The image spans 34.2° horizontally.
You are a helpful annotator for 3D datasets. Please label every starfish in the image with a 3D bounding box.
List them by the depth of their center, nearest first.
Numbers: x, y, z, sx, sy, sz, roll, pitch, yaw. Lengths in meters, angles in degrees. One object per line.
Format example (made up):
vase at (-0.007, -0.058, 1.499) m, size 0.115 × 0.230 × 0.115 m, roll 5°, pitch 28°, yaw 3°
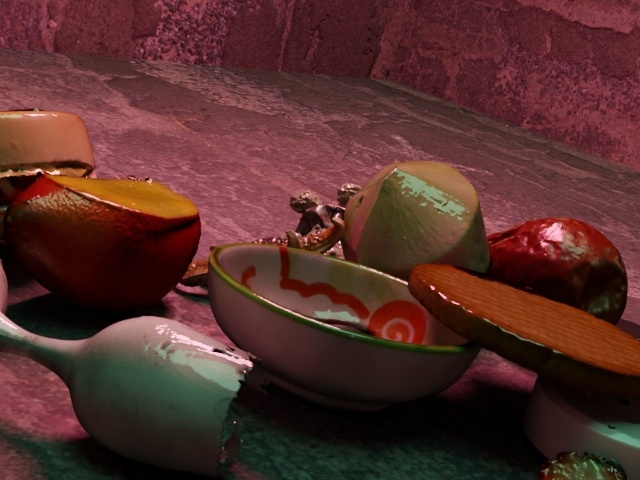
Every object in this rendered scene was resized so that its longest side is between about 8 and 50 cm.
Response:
starfish at (-0.079, 0.021, 1.408) m, size 0.238 × 0.071 × 0.216 m, roll -20°, pitch 9°, yaw -7°

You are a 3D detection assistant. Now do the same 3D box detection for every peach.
peach at (-0.253, 0.008, 1.253) m, size 0.154 × 0.158 × 0.267 m, roll 20°, pitch 8°, yaw 24°

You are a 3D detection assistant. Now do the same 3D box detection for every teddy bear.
teddy bear at (0.005, 0.011, 1.560) m, size 0.133 × 0.111 × 0.213 m, roll -5°, pitch 39°, yaw 13°

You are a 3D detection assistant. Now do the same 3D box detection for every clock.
clock at (0.345, 0.212, 1.162) m, size 0.230 × 0.083 × 0.230 m, roll 9°, pitch 16°, yaw -3°

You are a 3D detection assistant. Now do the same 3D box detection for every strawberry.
strawberry at (0.255, 0.260, 1.008) m, size 0.104 × 0.048 × 0.152 m, roll 22°, pitch 35°, yaw 9°

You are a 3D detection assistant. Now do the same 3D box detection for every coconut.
coconut at (0.126, -0.006, 1.428) m, size 0.204 × 0.236 × 0.236 m, roll 11°, pitch 13°, yaw 35°

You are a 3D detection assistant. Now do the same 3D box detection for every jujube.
jujube at (0.309, 0.057, 1.463) m, size 0.190 × 0.190 × 0.255 m, roll 5°, pitch 9°, yaw -24°

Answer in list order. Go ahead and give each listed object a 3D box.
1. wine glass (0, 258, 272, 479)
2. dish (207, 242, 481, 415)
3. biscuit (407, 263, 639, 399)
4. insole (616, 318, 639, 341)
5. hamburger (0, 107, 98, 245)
wine glass at (-0.212, 0.120, 0.972) m, size 0.321 × 0.143 × 0.143 m, roll 20°, pitch 18°, yaw 13°
dish at (0.014, 0.113, 1.181) m, size 0.324 × 0.124 × 0.324 m, roll 16°, pitch 11°, yaw -3°
biscuit at (0.248, 0.101, 1.189) m, size 0.318 × 0.040 × 0.318 m, roll 19°, pitch 11°, yaw -4°
insole at (0.364, 0.105, 1.626) m, size 0.309 × 0.012 × 0.110 m, roll 17°, pitch 17°, yaw 13°
hamburger at (-0.435, -0.080, 1.349) m, size 0.300 × 0.176 × 0.300 m, roll -4°, pitch 7°, yaw 1°
